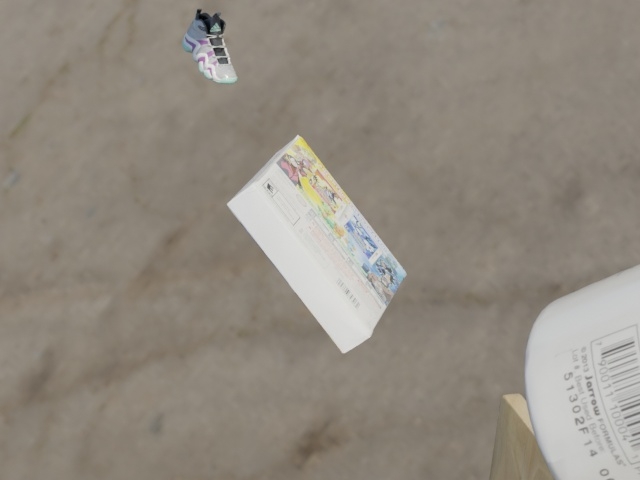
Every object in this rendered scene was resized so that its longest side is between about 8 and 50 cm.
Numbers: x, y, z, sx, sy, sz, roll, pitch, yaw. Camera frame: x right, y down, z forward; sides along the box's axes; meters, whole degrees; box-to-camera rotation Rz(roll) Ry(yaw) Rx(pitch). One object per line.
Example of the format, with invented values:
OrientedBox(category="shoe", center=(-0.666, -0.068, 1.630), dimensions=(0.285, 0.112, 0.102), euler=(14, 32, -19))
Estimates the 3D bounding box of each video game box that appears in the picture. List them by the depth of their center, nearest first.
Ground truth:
OrientedBox(category="video game box", center=(0.000, 0.000, 1.828), dimensions=(0.048, 0.205, 0.187), euler=(-34, 7, 26))

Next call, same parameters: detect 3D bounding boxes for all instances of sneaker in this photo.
OrientedBox(category="sneaker", center=(-0.121, -0.229, 1.924), dimensions=(0.098, 0.038, 0.069), euler=(46, 131, 31))

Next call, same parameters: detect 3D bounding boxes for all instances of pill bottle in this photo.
OrientedBox(category="pill bottle", center=(0.222, 0.052, 0.788), dimensions=(0.229, 0.131, 0.131), euler=(-26, 37, 36))

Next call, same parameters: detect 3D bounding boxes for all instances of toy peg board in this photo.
OrientedBox(category="toy peg board", center=(0.192, 0.220, 1.263), dimensions=(0.161, 0.079, 0.161), euler=(-125, 36, -60))
